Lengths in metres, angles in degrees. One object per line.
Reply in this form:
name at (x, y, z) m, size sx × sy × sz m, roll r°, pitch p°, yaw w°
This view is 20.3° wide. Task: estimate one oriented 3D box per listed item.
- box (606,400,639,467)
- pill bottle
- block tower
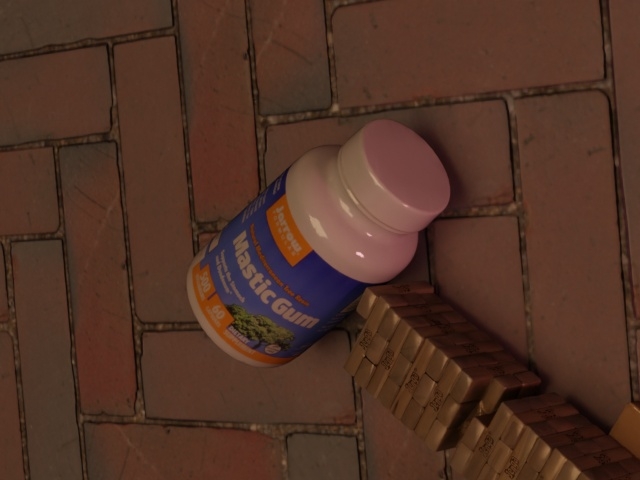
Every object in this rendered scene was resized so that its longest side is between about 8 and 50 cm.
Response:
box at (0.318, 0.269, 1.616) m, size 0.201 × 0.021 × 0.164 m, roll 42°, pitch 120°, yaw 29°
pill bottle at (0.000, 0.000, 1.777) m, size 0.272 × 0.152 × 0.152 m, roll -42°, pitch 68°, yaw 37°
block tower at (0.163, 0.170, 1.668) m, size 0.335 × 0.091 × 0.097 m, roll 42°, pitch 119°, yaw 32°
